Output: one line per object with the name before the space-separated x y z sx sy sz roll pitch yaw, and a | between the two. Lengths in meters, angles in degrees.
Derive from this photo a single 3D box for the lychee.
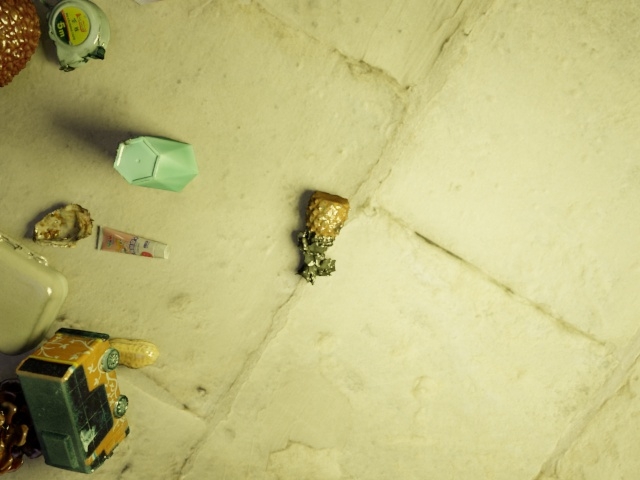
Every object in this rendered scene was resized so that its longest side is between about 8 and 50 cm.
lychee | -0.804 -0.489 1.243 0.271 0.271 0.271 0 96 2

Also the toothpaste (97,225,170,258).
toothpaste | -0.494 0.011 1.376 0.195 0.043 0.067 11 100 7

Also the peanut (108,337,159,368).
peanut | -0.515 0.302 1.391 0.175 0.080 0.080 4 96 6

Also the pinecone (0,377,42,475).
pinecone | -0.804 0.474 1.330 0.244 0.309 0.244 4 79 -19

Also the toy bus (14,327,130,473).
toy bus | -0.607 0.403 1.307 0.162 0.194 0.323 4 114 14

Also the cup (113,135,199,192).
cup | -0.392 -0.191 1.251 0.134 0.235 0.148 -16 93 3

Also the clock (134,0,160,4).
clock | -0.412 -0.692 1.279 0.145 0.073 0.193 -11 95 4

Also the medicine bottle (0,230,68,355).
medicine bottle | -0.868 0.118 1.359 0.375 0.123 0.282 31 98 -2

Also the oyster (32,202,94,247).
oyster | -0.677 -0.028 1.370 0.177 0.056 0.105 -26 88 4

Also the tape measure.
tape measure | -0.625 -0.600 1.291 0.164 0.084 0.330 -14 95 2

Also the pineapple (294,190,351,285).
pineapple | 0.000 0.000 1.323 0.119 0.111 0.237 26 108 31
